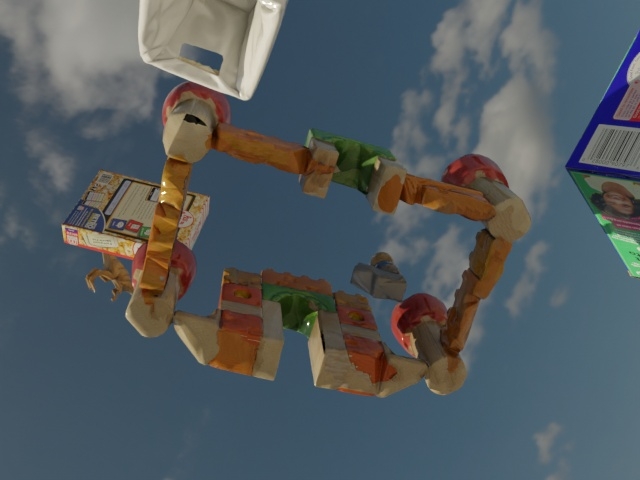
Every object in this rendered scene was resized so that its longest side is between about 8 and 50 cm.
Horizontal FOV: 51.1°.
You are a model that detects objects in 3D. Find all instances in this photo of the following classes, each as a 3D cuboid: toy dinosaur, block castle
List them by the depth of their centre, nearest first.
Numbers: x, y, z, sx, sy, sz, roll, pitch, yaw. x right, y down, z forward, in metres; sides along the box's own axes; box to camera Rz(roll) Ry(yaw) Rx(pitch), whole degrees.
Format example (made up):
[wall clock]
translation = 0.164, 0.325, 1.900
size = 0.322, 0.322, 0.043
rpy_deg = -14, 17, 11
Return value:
[block castle]
translation = 0.000, 0.000, 0.856
size = 0.453, 0.213, 0.303
rpy_deg = 13, -71, -11
[toy dinosaur]
translation = -0.445, 0.060, 1.429
size = 0.112, 0.064, 0.211
rpy_deg = -25, -104, -25

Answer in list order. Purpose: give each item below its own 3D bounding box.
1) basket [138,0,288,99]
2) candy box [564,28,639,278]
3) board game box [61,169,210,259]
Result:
[basket]
translation = -0.084, -0.216, 0.577
size = 0.113, 0.167, 0.103
rpy_deg = 20, -109, -11
[candy box]
translation = 0.500, -0.116, 0.934
size = 0.317, 0.122, 0.268
rpy_deg = 40, -103, -40
[board game box]
translation = -0.295, -0.036, 1.093
size = 0.146, 0.193, 0.045
rpy_deg = -74, -2, -46
